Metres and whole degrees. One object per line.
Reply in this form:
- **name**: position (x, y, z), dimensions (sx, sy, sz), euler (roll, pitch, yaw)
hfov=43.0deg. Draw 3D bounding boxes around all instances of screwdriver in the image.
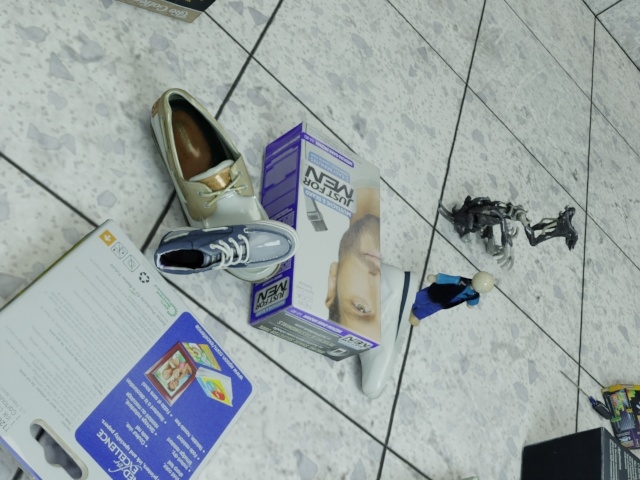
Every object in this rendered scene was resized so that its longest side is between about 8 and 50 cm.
- **screwdriver**: position (0.579, 0.332, 1.769), dimensions (0.170, 0.024, 0.025), euler (47, 71, -13)

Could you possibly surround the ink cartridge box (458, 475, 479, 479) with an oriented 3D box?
- **ink cartridge box**: position (0.214, 0.465, 1.236), dimensions (0.235, 0.056, 0.171), euler (10, 60, -61)

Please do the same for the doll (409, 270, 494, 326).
- **doll**: position (0.220, 0.095, 1.401), dimensions (0.129, 0.189, 0.046), euler (28, 50, -32)

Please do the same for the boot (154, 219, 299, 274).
- **boot**: position (-0.123, 0.017, 1.078), dimensions (0.086, 0.190, 0.069), euler (-96, -178, -73)

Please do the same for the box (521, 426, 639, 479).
- **box**: position (0.513, 0.568, 1.440), dimensions (0.312, 0.179, 0.343), euler (39, 45, -23)

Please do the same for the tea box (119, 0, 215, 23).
- **tea box**: position (-0.245, -0.520, 1.169), dimensions (0.329, 0.324, 0.219), euler (6, 64, -45)

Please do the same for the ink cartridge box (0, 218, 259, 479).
- **ink cartridge box**: position (-0.252, 0.174, 0.963), dimensions (0.303, 0.072, 0.307), euler (52, 42, -12)

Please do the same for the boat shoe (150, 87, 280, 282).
- **boat shoe**: position (-0.153, -0.076, 1.151), dimensions (0.113, 0.103, 0.302), euler (-32, 85, -15)

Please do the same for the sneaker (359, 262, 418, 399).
- **sneaker**: position (0.091, 0.146, 1.333), dimensions (0.095, 0.090, 0.235), euler (18, 59, -4)

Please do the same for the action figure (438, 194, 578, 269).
- **action figure**: position (0.373, -0.018, 1.649), dimensions (0.164, 0.276, 0.140), euler (-65, 158, -71)

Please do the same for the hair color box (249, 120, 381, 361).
- **hair color box**: position (0.000, 0.000, 1.294), dimensions (0.185, 0.110, 0.338), euler (27, 52, -35)

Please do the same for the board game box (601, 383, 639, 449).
- **board game box**: position (0.719, 0.402, 1.853), dimensions (0.170, 0.048, 0.141), euler (10, 60, -43)
